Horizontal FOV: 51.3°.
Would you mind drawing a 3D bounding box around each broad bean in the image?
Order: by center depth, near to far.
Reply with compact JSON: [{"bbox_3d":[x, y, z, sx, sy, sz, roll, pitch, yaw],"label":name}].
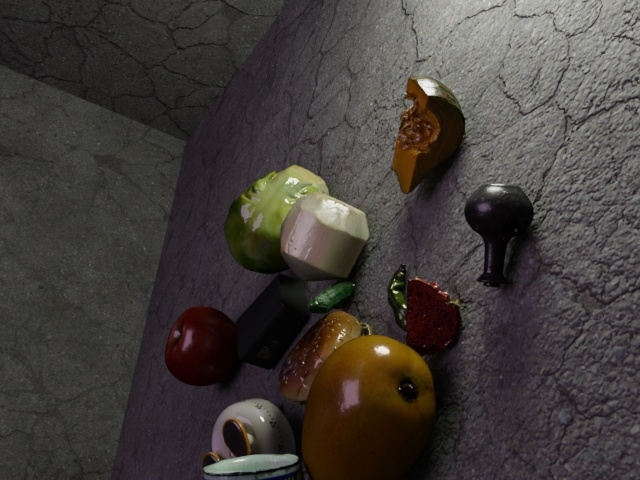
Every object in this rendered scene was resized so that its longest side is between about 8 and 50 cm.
[{"bbox_3d":[0.172,0.134,1.428,0.061,0.046,0.195,-52,28,38],"label":"broad bean"}]

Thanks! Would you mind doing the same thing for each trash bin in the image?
[{"bbox_3d":[-0.134,0.227,1.908,0.225,0.115,0.165,-51,29,26],"label":"trash bin"}]

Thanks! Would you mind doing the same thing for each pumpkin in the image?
[{"bbox_3d":[0.246,-0.233,1.493,0.131,0.126,0.247,-124,40,-52],"label":"pumpkin"}]

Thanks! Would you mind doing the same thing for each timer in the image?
[{"bbox_3d":[-0.156,0.510,1.680,0.234,0.240,0.233,1,91,40],"label":"timer"}]

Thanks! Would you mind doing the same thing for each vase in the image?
[{"bbox_3d":[0.313,-0.007,1.188,0.120,0.120,0.182,-172,86,-65],"label":"vase"}]

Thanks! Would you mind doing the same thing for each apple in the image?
[{"bbox_3d":[-0.378,0.341,2.177,0.260,0.217,0.260,-46,32,40],"label":"apple"}]

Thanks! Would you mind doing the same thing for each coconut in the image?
[{"bbox_3d":[0.001,0.001,1.678,0.241,0.241,0.241,-44,34,42],"label":"coconut"}]

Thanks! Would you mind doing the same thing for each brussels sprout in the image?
[{"bbox_3d":[-0.130,-0.062,1.928,0.344,0.268,0.344,-47,22,26],"label":"brussels sprout"}]

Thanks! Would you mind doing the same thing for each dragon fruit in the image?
[{"bbox_3d":[0.223,0.144,1.290,0.106,0.083,0.162,5,102,23],"label":"dragon fruit"}]

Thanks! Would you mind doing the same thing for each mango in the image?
[{"bbox_3d":[0.074,0.348,1.269,0.263,0.221,0.378,-103,31,-44],"label":"mango"}]

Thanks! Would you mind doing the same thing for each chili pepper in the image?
[{"bbox_3d":[0.020,0.137,1.568,0.088,0.059,0.227,-53,-12,12],"label":"chili pepper"}]

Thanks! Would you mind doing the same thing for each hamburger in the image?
[{"bbox_3d":[0.011,0.274,1.510,0.243,0.146,0.286,-57,8,-20],"label":"hamburger"}]

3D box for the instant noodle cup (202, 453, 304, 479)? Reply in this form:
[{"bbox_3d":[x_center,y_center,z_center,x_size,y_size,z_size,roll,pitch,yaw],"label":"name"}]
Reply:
[{"bbox_3d":[-0.116,0.584,1.278,0.284,0.284,0.312,-20,73,59],"label":"instant noodle cup"}]

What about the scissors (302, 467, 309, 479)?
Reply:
[{"bbox_3d":[-0.074,0.609,1.585,0.176,0.022,0.085,-47,34,35],"label":"scissors"}]
